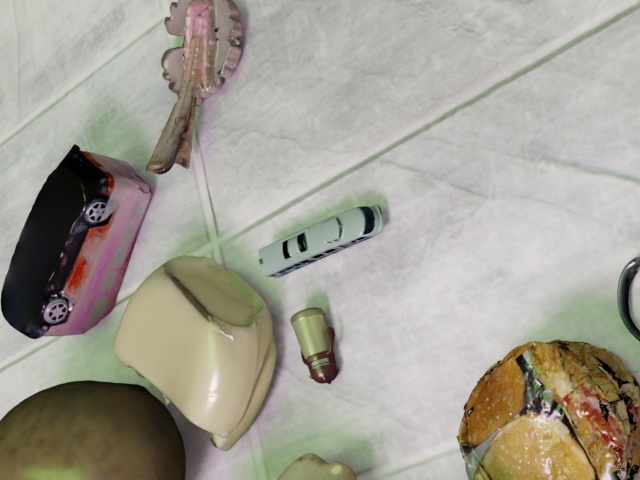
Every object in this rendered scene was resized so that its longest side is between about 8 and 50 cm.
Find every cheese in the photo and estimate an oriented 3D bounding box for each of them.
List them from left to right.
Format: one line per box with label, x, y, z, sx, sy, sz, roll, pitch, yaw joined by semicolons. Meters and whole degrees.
cheese;-0.177;0.158;1.684;0.266;0.127;0.233;38;112;41

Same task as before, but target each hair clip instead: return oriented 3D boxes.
hair clip;-0.195;-0.233;1.791;0.173;0.069;0.300;3;76;41

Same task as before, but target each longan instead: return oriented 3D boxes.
longan;-0.337;0.338;1.709;0.350;0.288;0.288;-12;76;40

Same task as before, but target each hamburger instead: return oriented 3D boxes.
hamburger;0.253;0.219;1.300;0.231;0.107;0.231;-2;87;42

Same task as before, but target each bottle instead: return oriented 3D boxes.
bottle;-0.005;0.142;1.586;0.063;0.047;0.101;116;138;-66

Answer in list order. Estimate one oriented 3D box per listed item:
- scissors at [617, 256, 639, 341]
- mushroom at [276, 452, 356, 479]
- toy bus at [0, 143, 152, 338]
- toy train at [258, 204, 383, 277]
scissors;0.385;0.153;1.245;0.109;0.022;0.300;-27;68;41
mushroom;-0.066;0.424;1.456;0.314;0.314;0.336;7;46;43
toy bus;-0.381;0.011;1.873;0.127;0.147;0.302;36;110;39
toy train;0.000;0.000;1.598;0.207;0.047;0.043;-23;70;39
